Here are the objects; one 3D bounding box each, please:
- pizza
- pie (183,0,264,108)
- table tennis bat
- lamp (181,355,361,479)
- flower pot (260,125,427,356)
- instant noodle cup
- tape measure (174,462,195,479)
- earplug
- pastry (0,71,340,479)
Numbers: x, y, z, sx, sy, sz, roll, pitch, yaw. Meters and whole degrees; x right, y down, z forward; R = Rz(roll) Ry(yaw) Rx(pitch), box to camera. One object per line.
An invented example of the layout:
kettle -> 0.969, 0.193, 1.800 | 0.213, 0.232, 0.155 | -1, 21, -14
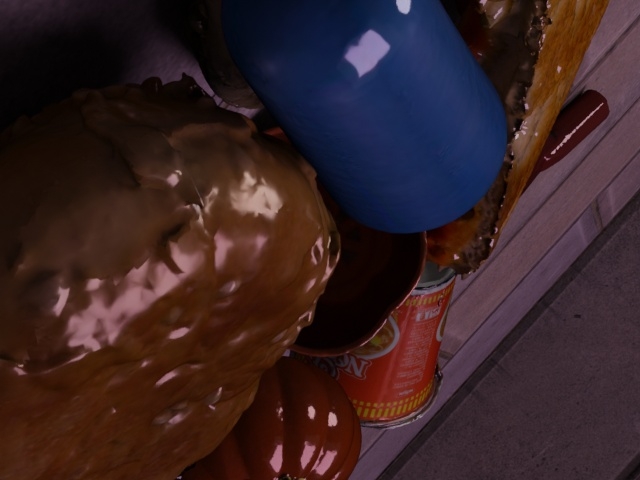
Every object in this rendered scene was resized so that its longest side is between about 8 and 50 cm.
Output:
pizza -> 0.163, -0.203, 1.022 | 0.439, 0.130, 0.406 | -65, 166, -7
pie -> 0.032, -0.217, 0.796 | 0.339, 0.077, 0.339 | -43, 163, -17
table tennis bat -> 0.256, -0.076, 1.755 | 0.415, 0.051, 0.268 | -40, 163, -19
lamp -> -0.065, 0.217, 1.360 | 0.223, 0.196, 0.223 | -7, 146, -5
flower pot -> 0.000, 0.000, 1.068 | 0.190, 0.191, 0.173 | -49, 175, 5
instant noodle cup -> 0.076, 0.082, 1.462 | 0.193, 0.193, 0.212 | -33, 151, -40
tape measure -> -0.176, 0.144, 1.029 | 0.202, 0.135, 0.223 | -35, 160, -6
earplug -> 0.024, -0.097, 0.717 | 0.132, 0.132, 0.273 | -48, 160, 1
pastry -> -0.142, 0.030, 0.743 | 0.285, 0.184, 0.315 | -13, 144, -45
